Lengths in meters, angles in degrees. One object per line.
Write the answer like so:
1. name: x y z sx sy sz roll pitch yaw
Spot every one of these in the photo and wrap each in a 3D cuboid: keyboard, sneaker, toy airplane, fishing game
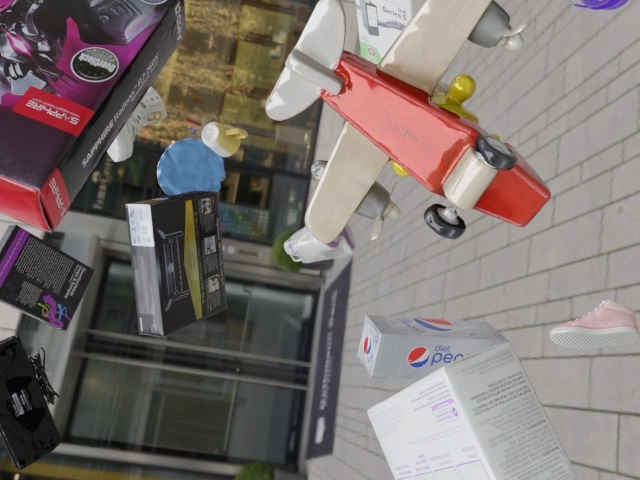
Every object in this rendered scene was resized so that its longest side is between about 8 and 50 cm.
1. keyboard: -0.449 0.237 0.995 0.038 0.100 0.192 0 109 47
2. sneaker: -0.444 -0.298 1.586 0.292 0.169 0.108 61 144 38
3. toy airplane: 0.120 -0.192 0.975 0.272 0.386 0.384 -34 -66 -58
4. sneaker: 0.444 0.135 1.075 0.051 0.134 0.070 59 -145 -38
5. sneaker: 0.000 0.000 1.805 0.305 0.152 0.114 11 -122 -68
6. fishing game: -0.349 -0.187 1.791 0.041 0.189 0.264 30 99 61

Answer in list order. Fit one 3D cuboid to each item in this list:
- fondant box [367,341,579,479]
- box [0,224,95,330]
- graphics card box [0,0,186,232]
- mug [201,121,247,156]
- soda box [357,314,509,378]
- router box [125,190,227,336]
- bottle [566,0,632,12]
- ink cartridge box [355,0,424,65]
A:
1. fondant box: 0.192 0.308 0.742 0.330 0.096 0.238 68 156 17
2. box: -0.461 0.064 1.081 0.029 0.162 0.116 -2 59 41
3. graphics card box: -0.351 -0.213 0.835 0.094 0.233 0.371 105 -173 -59
4. mug: -0.188 -0.201 1.256 0.078 0.062 0.064 -41 -17 12
5. soda box: 0.225 0.216 1.327 0.091 0.286 0.098 -131 49 -65
6. router box: -0.337 0.046 1.582 0.243 0.081 0.308 -20 -70 -59
7. bottle: 0.424 -0.430 1.036 0.092 0.283 0.118 26 106 36
8. ink cartridge box: 0.199 -0.576 1.700 0.115 0.198 0.272 -41 -36 -22
